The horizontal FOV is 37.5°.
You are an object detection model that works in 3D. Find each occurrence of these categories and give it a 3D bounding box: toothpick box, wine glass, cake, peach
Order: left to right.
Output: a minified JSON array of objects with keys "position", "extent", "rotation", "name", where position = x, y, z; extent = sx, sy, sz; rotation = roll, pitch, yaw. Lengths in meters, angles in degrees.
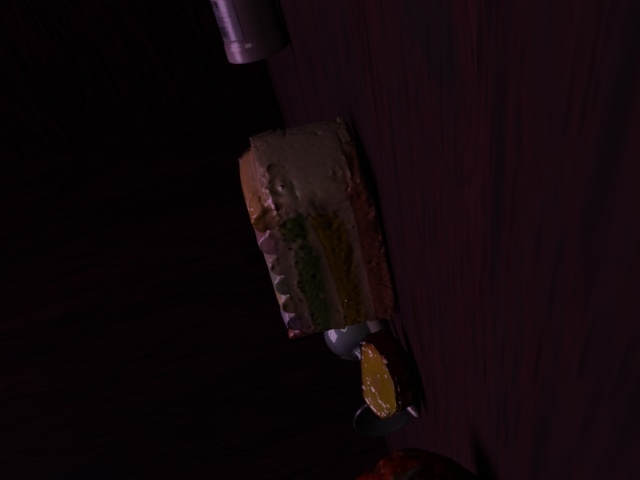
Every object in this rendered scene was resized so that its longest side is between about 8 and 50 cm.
[{"position":[-0.112,-0.348,1.391],"extent":[0.098,0.098,0.149],"rotation":[-109,2,-63],"name":"toothpick box"},{"position":[0.004,0.011,0.843],"extent":[0.090,0.109,0.226],"rotation":[-110,3,-57],"name":"cake"},{"position":[0.051,0.133,1.129],"extent":[0.079,0.079,0.196],"rotation":[74,177,-46],"name":"wine glass"},{"position":[0.067,0.130,0.941],"extent":[0.083,0.050,0.077],"rotation":[64,154,6],"name":"peach"}]

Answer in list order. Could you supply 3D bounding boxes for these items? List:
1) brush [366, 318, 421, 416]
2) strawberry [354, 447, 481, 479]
[{"position":[0.063,0.085,1.065],"extent":[0.039,0.042,0.299],"rotation":[56,-173,-39],"name":"brush"},{"position":[0.064,0.206,0.632],"extent":[0.148,0.131,0.131],"rotation":[73,179,-76],"name":"strawberry"}]
